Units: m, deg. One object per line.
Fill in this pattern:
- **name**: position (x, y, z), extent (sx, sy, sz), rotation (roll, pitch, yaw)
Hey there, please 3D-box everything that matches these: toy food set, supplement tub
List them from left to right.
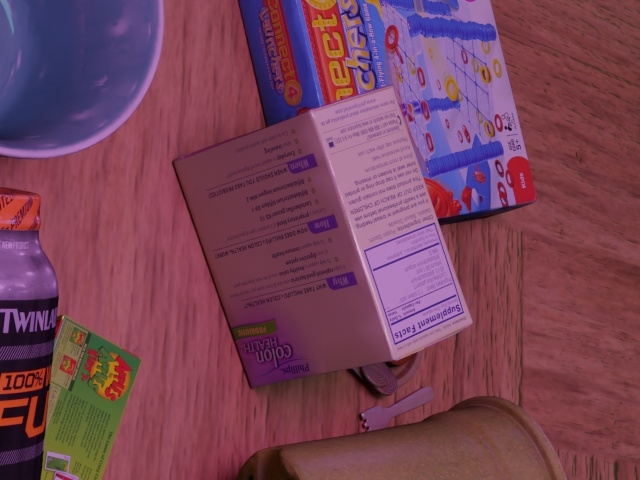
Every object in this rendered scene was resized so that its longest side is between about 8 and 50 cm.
- **supplement tub**: position (-0.303, 0.113, 1.274), extent (0.194, 0.194, 0.315), rotation (2, 96, -42)
- **toy food set**: position (0.068, 0.097, 1.767), extent (0.132, 0.039, 0.192), rotation (-22, 94, -43)

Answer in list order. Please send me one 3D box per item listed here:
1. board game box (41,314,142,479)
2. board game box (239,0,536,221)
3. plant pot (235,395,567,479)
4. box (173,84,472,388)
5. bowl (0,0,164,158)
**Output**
- **board game box**: position (-0.230, 0.168, 1.478), extent (0.092, 0.043, 0.181), rotation (34, 59, -32)
- **board game box**: position (0.075, -0.162, 1.810), extent (0.302, 0.086, 0.308), rotation (-11, 86, -43)
- **plant pot**: position (0.058, 0.284, 1.584), extent (0.254, 0.276, 0.276), rotation (4, 76, -30)
- **box**: position (0.000, 0.000, 1.612), extent (0.117, 0.214, 0.242), rotation (-20, 93, -43)
- **bowl**: position (-0.306, -0.202, 1.425), extent (0.312, 0.163, 0.311), rotation (13, 71, -40)
